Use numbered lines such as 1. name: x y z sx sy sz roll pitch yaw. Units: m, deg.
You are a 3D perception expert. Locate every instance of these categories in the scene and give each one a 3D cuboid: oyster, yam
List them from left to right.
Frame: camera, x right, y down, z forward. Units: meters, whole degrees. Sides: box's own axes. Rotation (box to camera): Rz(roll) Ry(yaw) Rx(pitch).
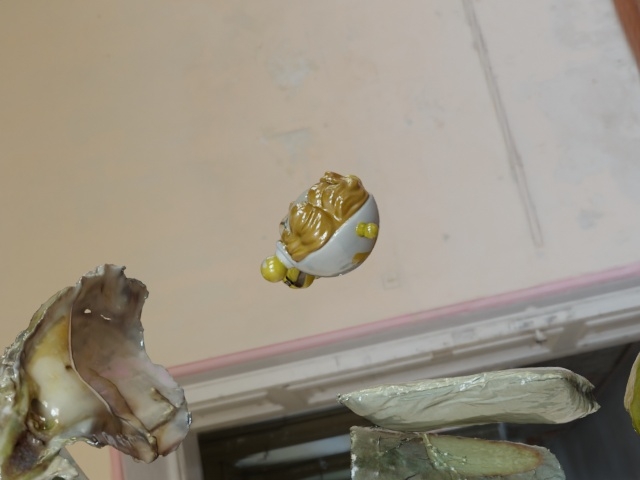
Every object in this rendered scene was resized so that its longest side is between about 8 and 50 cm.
1. oyster: -0.233 0.143 0.815 0.271 0.100 0.275 26 -147 -45
2. yam: 0.147 0.300 0.964 0.154 0.254 0.154 -173 90 -83

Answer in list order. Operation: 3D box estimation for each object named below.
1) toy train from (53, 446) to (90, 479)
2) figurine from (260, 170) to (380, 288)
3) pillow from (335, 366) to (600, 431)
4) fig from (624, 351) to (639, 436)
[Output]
1. toy train: -0.431 0.279 1.036 0.326 0.159 0.129 51 -177 0
2. figurine: -0.003 0.004 0.603 0.068 0.143 0.101 42 -137 2
3. pillow: 0.149 0.162 0.810 0.148 0.230 0.050 41 -138 -52
4. fig: 0.430 0.174 0.943 0.154 0.144 0.165 77 -168 -76
